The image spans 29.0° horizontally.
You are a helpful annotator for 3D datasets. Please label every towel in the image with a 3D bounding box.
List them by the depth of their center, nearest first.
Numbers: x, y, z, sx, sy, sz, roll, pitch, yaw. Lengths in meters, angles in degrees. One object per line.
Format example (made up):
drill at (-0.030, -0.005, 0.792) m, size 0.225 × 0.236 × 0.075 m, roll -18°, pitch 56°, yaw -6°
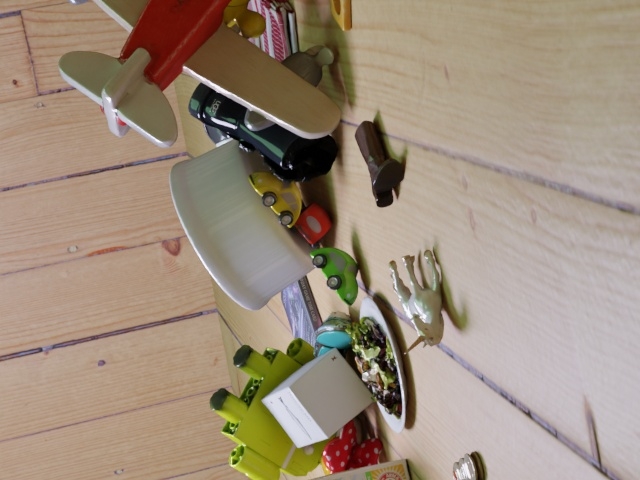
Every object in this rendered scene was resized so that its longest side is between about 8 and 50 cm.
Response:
towel at (-0.090, -0.326, 2.093) m, size 0.329 × 0.037 × 0.237 m, roll -122°, pitch 22°, yaw -59°

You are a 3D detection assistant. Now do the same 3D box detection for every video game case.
video game case at (-0.027, 0.163, 2.325) m, size 0.196 × 0.026 × 0.274 m, roll 94°, pitch 162°, yaw -53°

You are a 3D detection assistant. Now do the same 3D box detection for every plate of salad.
plate of salad at (0.079, 0.179, 1.769) m, size 0.200 × 0.048 × 0.200 m, roll 169°, pitch 90°, yaw -78°

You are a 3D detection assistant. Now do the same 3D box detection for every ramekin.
ramekin at (-0.114, -0.036, 2.027) m, size 0.277 × 0.135 × 0.277 m, roll 56°, pitch -166°, yaw -22°

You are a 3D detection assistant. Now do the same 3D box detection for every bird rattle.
bird rattle at (0.032, 0.376, 2.028) m, size 0.207 × 0.143 × 0.254 m, roll -90°, pitch 0°, yaw -55°

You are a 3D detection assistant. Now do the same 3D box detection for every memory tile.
memory tile at (0.190, 0.330, 1.476) m, size 0.113 × 0.012 × 0.148 m, roll 113°, pitch 143°, yaw -70°

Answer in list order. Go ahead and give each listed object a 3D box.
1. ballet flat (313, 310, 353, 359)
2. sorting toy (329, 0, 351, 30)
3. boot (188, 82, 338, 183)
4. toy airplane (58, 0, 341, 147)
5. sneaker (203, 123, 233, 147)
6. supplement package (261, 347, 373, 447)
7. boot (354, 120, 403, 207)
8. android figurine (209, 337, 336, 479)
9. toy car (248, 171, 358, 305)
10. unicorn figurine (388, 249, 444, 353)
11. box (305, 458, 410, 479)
ballet flat at (0.023, 0.148, 1.989) m, size 0.188 × 0.070 × 0.070 m, roll 116°, pitch 141°, yaw -66°
sorting toy at (0.000, -0.423, 1.525) m, size 0.196 × 0.047 × 0.348 m, roll -124°, pitch 24°, yaw -61°
boot at (-0.060, -0.157, 1.869) m, size 0.207 × 0.094 × 0.246 m, roll 33°, pitch -169°, yaw 23°
toy airplane at (-0.179, -0.302, 1.730) m, size 0.272 × 0.384 × 0.386 m, roll -2°, pitch -99°, yaw -83°
sneaker at (-0.109, -0.141, 2.197) m, size 0.146 × 0.122 × 0.331 m, roll 37°, pitch 151°, yaw 56°
supplement package at (-0.007, 0.255, 1.987) m, size 0.105 × 0.105 × 0.179 m, roll 53°, pitch 158°, yaw 2°
boot at (0.070, -0.113, 1.552) m, size 0.106 × 0.037 × 0.114 m, roll 105°, pitch 156°, yaw -61°
android figurine at (-0.060, 0.297, 2.113) m, size 0.273 × 0.248 × 0.056 m, roll 40°, pitch 160°, yaw -30°
toy car at (0.000, 0.000, 1.868) m, size 0.225 × 0.053 × 0.239 m, roll 55°, pitch -173°, yaw 26°
unicorn figurine at (0.118, 0.071, 1.471) m, size 0.162 × 0.060 × 0.111 m, roll 28°, pitch -132°, yaw -84°
box at (0.034, 0.398, 1.819) m, size 0.103 × 0.203 × 0.114 m, roll 123°, pitch 136°, yaw -73°
